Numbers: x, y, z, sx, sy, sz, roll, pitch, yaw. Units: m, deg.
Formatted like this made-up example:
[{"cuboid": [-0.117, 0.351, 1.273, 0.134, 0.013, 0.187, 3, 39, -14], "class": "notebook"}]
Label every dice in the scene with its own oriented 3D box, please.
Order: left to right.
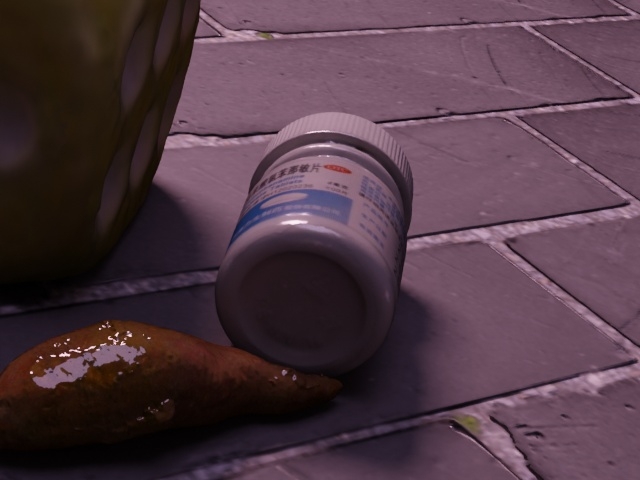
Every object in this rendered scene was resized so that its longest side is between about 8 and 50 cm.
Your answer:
[{"cuboid": [-0.206, -0.126, 0.979, 0.233, 0.226, 0.238, 17, 26, 2], "class": "dice"}]

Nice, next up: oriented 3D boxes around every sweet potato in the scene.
[{"cuboid": [-0.081, 0.071, 0.840, 0.226, 0.068, 0.068, -4, 32, -31], "class": "sweet potato"}]

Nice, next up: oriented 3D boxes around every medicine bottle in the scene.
[{"cuboid": [0.000, 0.000, 0.966, 0.105, 0.105, 0.168, 14, 27, 0], "class": "medicine bottle"}]
